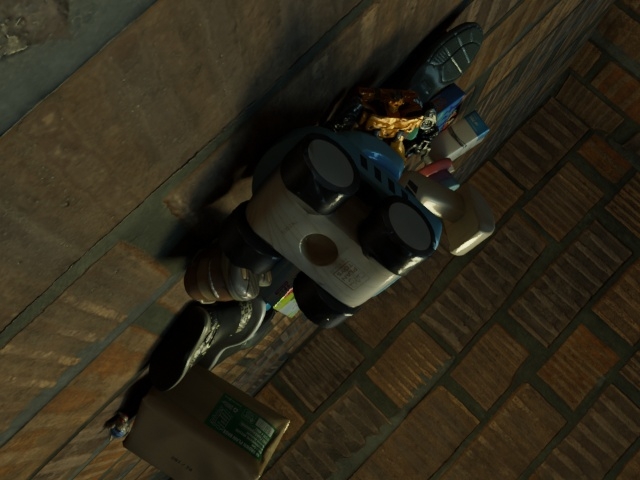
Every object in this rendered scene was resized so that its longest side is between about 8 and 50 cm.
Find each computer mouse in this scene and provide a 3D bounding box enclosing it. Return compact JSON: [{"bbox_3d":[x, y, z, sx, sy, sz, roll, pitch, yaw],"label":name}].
[{"bbox_3d":[-0.178,0.244,1.969,0.188,0.072,0.272,-52,169,33],"label":"computer mouse"}]

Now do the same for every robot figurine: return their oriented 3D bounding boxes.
[{"bbox_3d":[0.088,-0.171,1.232,0.211,0.085,0.291,0,146,-18],"label":"robot figurine"}]

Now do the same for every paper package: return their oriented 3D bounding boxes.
[{"bbox_3d":[-0.285,0.469,1.647,0.168,0.324,0.309,-56,179,-42],"label":"paper package"}]

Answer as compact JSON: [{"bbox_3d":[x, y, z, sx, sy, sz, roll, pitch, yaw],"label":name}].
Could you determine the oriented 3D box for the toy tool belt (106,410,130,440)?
[{"bbox_3d":[-0.474,0.439,1.588,0.051,0.052,0.083,-49,173,-36],"label":"toy tool belt"}]

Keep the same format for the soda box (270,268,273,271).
[{"bbox_3d":[-0.128,0.051,1.460,0.169,0.053,0.060,-49,170,19],"label":"soda box"}]

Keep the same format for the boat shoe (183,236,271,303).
[{"bbox_3d":[-0.160,0.041,1.184,0.116,0.123,0.324,-13,-179,4],"label":"boat shoe"}]

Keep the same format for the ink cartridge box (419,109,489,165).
[{"bbox_3d":[0.406,-0.298,2.072,0.190,0.082,0.139,-32,173,-1],"label":"ink cartridge box"}]

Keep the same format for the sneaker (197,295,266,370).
[{"bbox_3d":[-0.203,0.201,1.633,0.296,0.104,0.147,-45,174,33],"label":"sneaker"}]

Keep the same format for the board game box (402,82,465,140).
[{"bbox_3d":[0.262,-0.292,1.721,0.210,0.047,0.160,-39,168,-33],"label":"board game box"}]

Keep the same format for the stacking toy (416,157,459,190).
[{"bbox_3d":[0.293,-0.113,2.035,0.309,0.130,0.279,-31,172,24],"label":"stacking toy"}]

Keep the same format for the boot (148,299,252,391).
[{"bbox_3d":[-0.256,0.220,1.467,0.178,0.085,0.236,-14,144,-57],"label":"boot"}]

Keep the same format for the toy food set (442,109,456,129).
[{"bbox_3d":[0.370,-0.353,1.994,0.082,0.020,0.083,-35,165,-49],"label":"toy food set"}]

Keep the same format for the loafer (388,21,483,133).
[{"bbox_3d":[0.196,-0.323,1.301,0.267,0.084,0.096,-48,134,-4],"label":"loafer"}]

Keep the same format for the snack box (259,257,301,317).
[{"bbox_3d":[-0.046,0.082,1.528,0.174,0.070,0.207,-46,166,-2],"label":"snack box"}]

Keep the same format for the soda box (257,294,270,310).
[{"bbox_3d":[-0.086,0.072,1.660,0.210,0.071,0.067,-45,169,-3],"label":"soda box"}]

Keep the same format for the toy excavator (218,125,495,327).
[{"bbox_3d":[0.110,-0.057,1.138,0.222,0.433,0.445,-43,-166,38],"label":"toy excavator"}]
